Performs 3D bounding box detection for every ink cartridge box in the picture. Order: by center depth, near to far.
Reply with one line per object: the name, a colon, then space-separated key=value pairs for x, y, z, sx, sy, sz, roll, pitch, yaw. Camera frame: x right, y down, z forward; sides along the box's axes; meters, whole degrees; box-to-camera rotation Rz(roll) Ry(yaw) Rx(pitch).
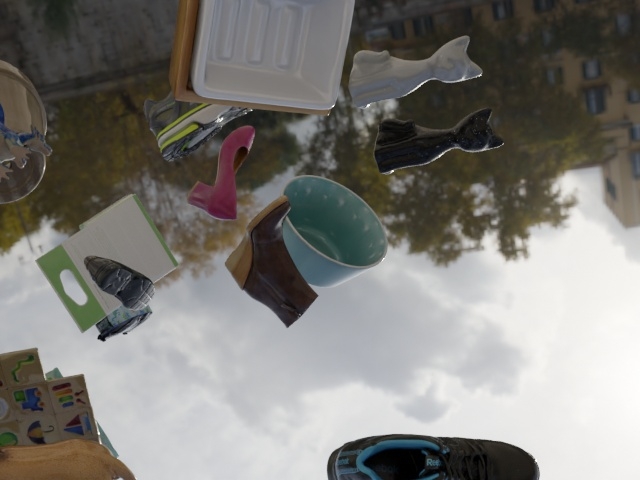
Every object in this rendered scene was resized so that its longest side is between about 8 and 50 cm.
ink cartridge box: x=-0.410 y=0.042 z=1.717 sx=0.235 sy=0.171 sz=0.056 roll=-37 pitch=-161 yaw=-26

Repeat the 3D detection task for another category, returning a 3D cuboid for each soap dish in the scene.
soap dish: x=-0.094 y=-0.323 z=1.395 sx=0.290 sy=0.229 sz=0.118 roll=-1 pitch=-163 yaw=-38

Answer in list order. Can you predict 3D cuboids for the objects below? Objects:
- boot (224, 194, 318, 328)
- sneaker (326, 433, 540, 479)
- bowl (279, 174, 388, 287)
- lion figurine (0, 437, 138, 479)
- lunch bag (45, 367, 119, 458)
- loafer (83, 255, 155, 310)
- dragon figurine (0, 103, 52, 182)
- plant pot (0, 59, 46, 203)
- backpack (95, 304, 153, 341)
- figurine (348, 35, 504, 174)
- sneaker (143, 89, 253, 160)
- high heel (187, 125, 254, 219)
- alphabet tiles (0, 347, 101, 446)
boot: x=-0.076 y=0.046 z=1.901 sx=0.248 sy=0.207 sz=0.090 roll=-53 pitch=171 yaw=33
sneaker: x=0.187 y=0.359 z=1.367 sx=0.340 sy=0.125 sz=0.140 roll=2 pitch=159 yaw=-13
bowl: x=0.000 y=0.000 z=2.291 sx=0.311 sy=0.163 sz=0.312 roll=23 pitch=-143 yaw=-19
lion figurine: x=-0.395 y=0.324 z=1.197 sx=0.392 sy=0.240 sz=0.142 roll=-8 pitch=-136 yaw=-18
lunch bag: x=-0.600 y=0.452 z=1.970 sx=0.223 sy=0.160 sz=0.262 roll=-32 pitch=-108 yaw=-31
loafer: x=-0.324 y=0.065 z=1.463 sx=0.061 sy=0.170 sz=0.062 roll=37 pitch=-100 yaw=25
dragon figurine: x=-0.553 y=-0.188 z=1.447 sx=0.085 sy=0.289 sz=0.144 roll=-45 pitch=-136 yaw=5
plant pot: x=-0.781 y=-0.235 z=2.117 sx=0.323 sy=0.323 sz=0.280 roll=-21 pitch=-141 yaw=-23
backpack: x=-0.445 y=0.162 z=2.018 sx=0.114 sy=0.084 sz=0.105 roll=-31 pitch=172 yaw=30
figurine: x=0.174 y=-0.223 z=1.464 sx=0.209 sy=0.215 sz=0.092 roll=-8 pitch=-146 yaw=25
sneaker: x=-0.185 y=-0.274 z=1.594 sx=0.300 sy=0.121 sz=0.111 roll=-36 pitch=173 yaw=-10
high heel: x=-0.173 y=-0.144 z=1.897 sx=0.117 sy=0.082 sz=0.244 roll=22 pitch=-127 yaw=17
alphabet tiles: x=-0.517 y=0.309 z=1.376 sx=0.342 sy=0.285 sz=0.011 roll=-10 pitch=-156 yaw=-6
